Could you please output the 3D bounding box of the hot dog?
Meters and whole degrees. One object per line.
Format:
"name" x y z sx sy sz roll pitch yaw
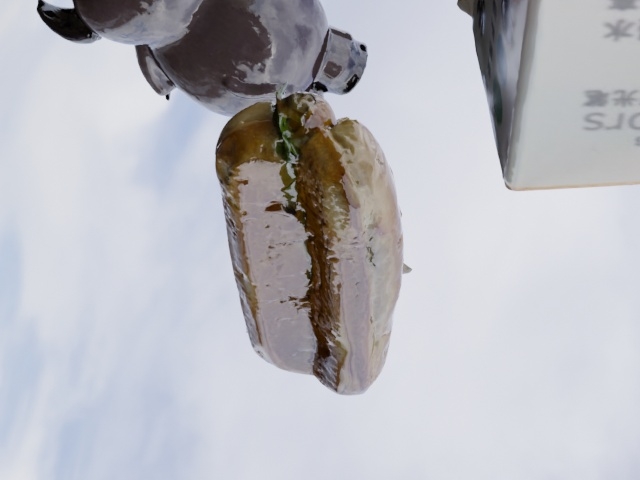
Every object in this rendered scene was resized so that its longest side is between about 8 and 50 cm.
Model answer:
"hot dog" 0.000 0.000 0.767 0.250 0.104 0.076 83 29 -51

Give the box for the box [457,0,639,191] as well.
"box" 0.180 -0.114 0.338 0.220 0.274 0.091 90 -2 -52

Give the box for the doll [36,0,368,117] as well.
"doll" -0.088 -0.179 1.033 0.182 0.257 0.117 -42 -153 33
